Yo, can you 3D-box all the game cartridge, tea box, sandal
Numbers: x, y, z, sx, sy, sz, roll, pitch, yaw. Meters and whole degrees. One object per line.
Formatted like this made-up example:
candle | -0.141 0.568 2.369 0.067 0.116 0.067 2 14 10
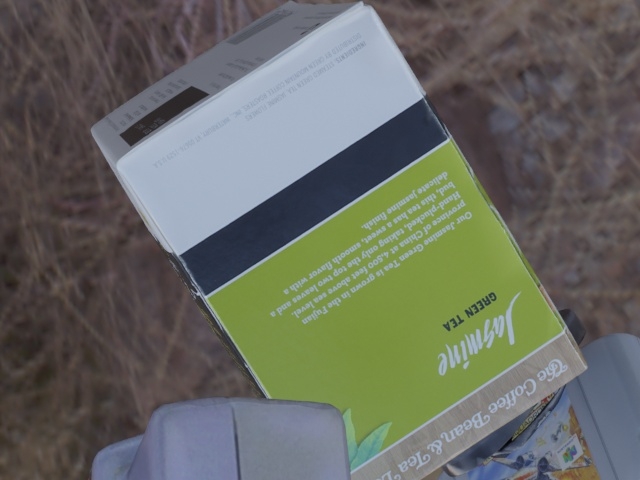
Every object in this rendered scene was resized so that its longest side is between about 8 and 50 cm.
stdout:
game cartridge | 0.216 0.231 1.774 0.062 0.198 0.297 23 123 -36
game cartridge | -0.044 0.196 0.541 0.068 0.230 0.355 -5 159 -14
tea box | 0.000 0.000 1.479 0.220 0.329 0.323 -32 102 -4
sandal | 0.182 0.137 1.658 0.097 0.254 0.054 -29 97 38
